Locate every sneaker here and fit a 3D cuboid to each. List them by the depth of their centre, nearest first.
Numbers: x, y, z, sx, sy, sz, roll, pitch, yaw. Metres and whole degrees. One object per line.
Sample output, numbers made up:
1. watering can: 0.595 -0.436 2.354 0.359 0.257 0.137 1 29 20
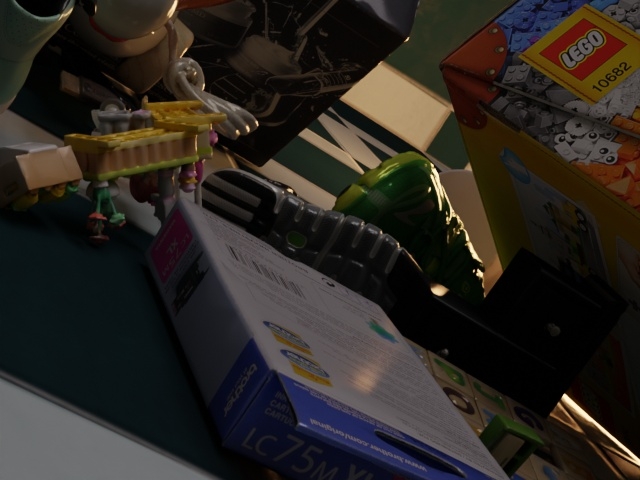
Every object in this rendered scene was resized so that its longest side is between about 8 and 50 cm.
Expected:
1. sneaker: -0.228 -0.235 0.981 0.094 0.151 0.256 13 58 -35
2. sneaker: 0.000 0.000 1.148 0.228 0.086 0.132 33 8 -4
3. sneaker: 0.106 0.012 1.254 0.123 0.109 0.295 54 5 33

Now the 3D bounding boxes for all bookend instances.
1. bookend: 0.140 0.067 1.065 0.156 0.157 0.072 32 10 -16

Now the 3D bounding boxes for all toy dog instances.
1. toy dog: -0.150 -0.235 1.153 0.220 0.161 0.333 41 -7 -35

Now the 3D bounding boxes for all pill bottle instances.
1. pill bottle: 0.218 0.000 1.614 0.160 0.160 0.283 39 11 27

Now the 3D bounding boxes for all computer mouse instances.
1. computer mouse: -0.280 -0.174 1.159 0.262 0.060 0.184 35 8 -46

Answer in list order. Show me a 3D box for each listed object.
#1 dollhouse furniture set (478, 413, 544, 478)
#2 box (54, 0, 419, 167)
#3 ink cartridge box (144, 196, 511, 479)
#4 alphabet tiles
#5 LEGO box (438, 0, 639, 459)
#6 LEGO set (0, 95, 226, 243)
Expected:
1. dollhouse furniture set: 0.136 0.178 0.776 0.076 0.058 0.152 27 18 -34
2. box: -0.107 -0.293 1.429 0.343 0.312 0.179 30 52 -19
3. ink cartridge box: 0.003 0.088 0.806 0.186 0.065 0.311 29 9 -26
4. alphabet tiles: 0.140 0.166 0.931 0.198 0.009 0.237 31 18 -18
5. LEGO box: 0.343 0.034 1.206 0.372 0.193 0.500 43 -14 39
6. LEGO set: -0.136 -0.036 0.943 0.132 0.107 0.287 0 14 5
